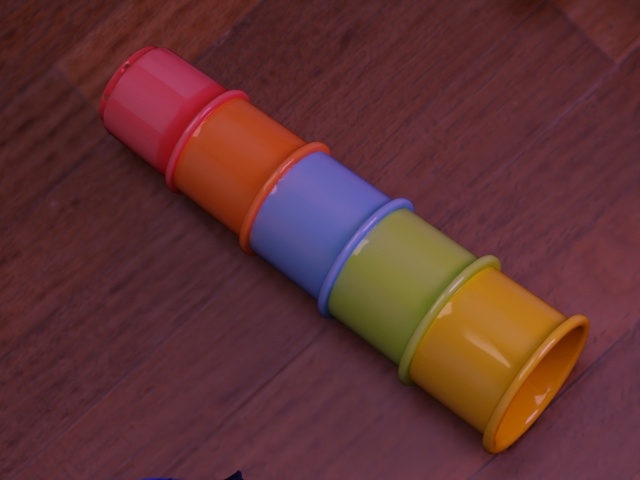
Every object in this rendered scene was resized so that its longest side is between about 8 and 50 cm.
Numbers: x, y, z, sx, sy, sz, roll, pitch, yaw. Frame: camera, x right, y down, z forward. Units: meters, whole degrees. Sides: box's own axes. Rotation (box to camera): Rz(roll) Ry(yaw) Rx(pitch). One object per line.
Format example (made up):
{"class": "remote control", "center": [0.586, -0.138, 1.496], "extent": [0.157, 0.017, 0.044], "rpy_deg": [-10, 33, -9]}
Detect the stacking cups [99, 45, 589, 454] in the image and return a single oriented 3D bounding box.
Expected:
{"class": "stacking cups", "center": [0.000, 0.000, 1.146], "extent": [0.316, 0.096, 0.096], "rpy_deg": [34, 80, 19]}

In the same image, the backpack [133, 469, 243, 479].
{"class": "backpack", "center": [-0.066, 0.174, 1.093], "extent": [0.120, 0.101, 0.098], "rpy_deg": [3, 67, 13]}
